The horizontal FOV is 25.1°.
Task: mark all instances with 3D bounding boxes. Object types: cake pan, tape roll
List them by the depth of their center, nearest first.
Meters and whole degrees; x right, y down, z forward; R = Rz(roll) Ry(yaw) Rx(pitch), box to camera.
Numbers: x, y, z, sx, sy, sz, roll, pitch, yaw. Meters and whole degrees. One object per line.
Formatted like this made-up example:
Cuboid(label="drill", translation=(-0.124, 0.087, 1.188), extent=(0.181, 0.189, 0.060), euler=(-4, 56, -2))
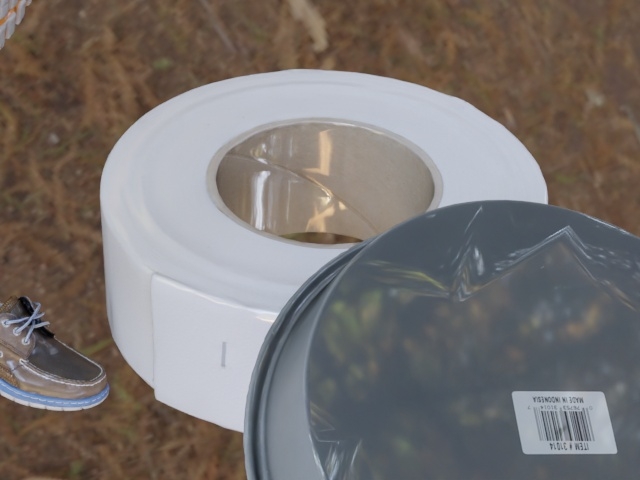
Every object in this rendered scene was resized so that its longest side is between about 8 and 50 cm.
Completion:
Cuboid(label="cake pan", translation=(0.110, 0.098, 0.717), extent=(0.293, 0.054, 0.293), euler=(7, 56, -11))
Cuboid(label="tape roll", translation=(0.000, 0.000, 0.927), extent=(0.286, 0.100, 0.286), euler=(2, 36, -2))

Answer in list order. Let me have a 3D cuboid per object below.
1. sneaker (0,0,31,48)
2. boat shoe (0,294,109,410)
Cuboid(label="sneaker", translation=(-0.240, -0.207, 1.029), extent=(0.083, 0.084, 0.215), euler=(26, 47, -4))
Cuboid(label="boat shoe", translation=(-0.256, 0.082, 1.178), extent=(0.183, 0.066, 0.066), euler=(20, 27, 7))
